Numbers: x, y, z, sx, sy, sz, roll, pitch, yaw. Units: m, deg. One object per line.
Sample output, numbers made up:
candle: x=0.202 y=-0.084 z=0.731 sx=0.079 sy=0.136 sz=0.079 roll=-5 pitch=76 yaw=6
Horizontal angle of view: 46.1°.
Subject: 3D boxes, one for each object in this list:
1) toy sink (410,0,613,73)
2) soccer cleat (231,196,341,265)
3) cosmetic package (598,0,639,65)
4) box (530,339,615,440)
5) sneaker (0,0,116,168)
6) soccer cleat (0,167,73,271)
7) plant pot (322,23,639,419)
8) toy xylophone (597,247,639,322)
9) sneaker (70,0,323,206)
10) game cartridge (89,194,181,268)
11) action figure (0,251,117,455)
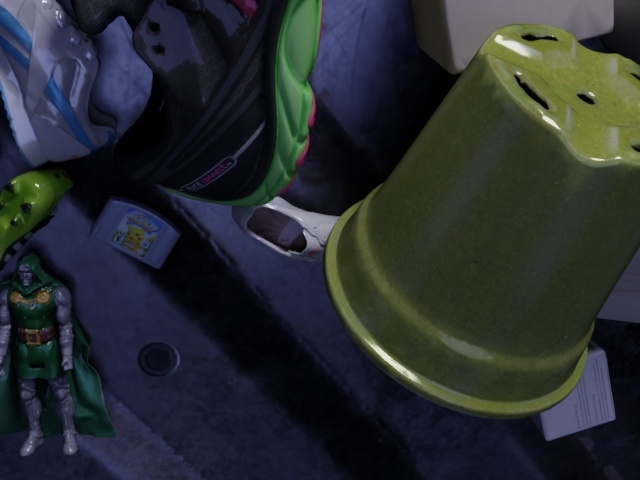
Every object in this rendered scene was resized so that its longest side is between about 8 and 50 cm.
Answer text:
toy sink: x=0.153 y=-0.290 z=0.662 sx=0.153 sy=0.131 sz=0.234 roll=-16 pitch=119 yaw=-2
soccer cleat: x=0.000 y=0.000 z=0.790 sx=0.196 sy=0.076 sz=0.068 roll=18 pitch=109 yaw=-16
cosmetic package: x=0.335 y=-0.203 z=0.669 sx=0.107 sy=0.238 sz=0.127 roll=-39 pitch=116 yaw=12
box: x=0.278 y=0.158 z=0.886 sx=0.087 sy=0.101 sz=0.102 roll=-18 pitch=113 yaw=0
sneaker: x=-0.252 y=-0.183 z=0.677 sx=0.092 sy=0.087 sz=0.228 roll=-15 pitch=121 yaw=-10
soccer cleat: x=-0.311 y=-0.009 z=0.750 sx=0.179 sy=0.072 sz=0.060 roll=-37 pitch=89 yaw=28
plant pot: x=0.171 y=-0.032 z=0.652 sx=0.276 sy=0.276 sz=0.254 roll=13 pitch=133 yaw=-13
toy xylophone: x=0.378 y=-0.003 z=0.755 sx=0.323 sy=0.081 sz=0.236 roll=13 pitch=125 yaw=20
sneaker: x=-0.098 y=-0.239 z=0.593 sx=0.202 sy=0.185 sz=0.483 roll=-3 pitch=118 yaw=-16
game cartridge: x=-0.193 y=-0.011 z=0.791 sx=0.083 sy=0.017 sz=0.056 roll=28 pitch=102 yaw=-19
action figure: x=-0.301 y=0.121 z=0.808 sx=0.137 sy=0.063 sz=0.232 roll=-2 pitch=110 yaw=-4
